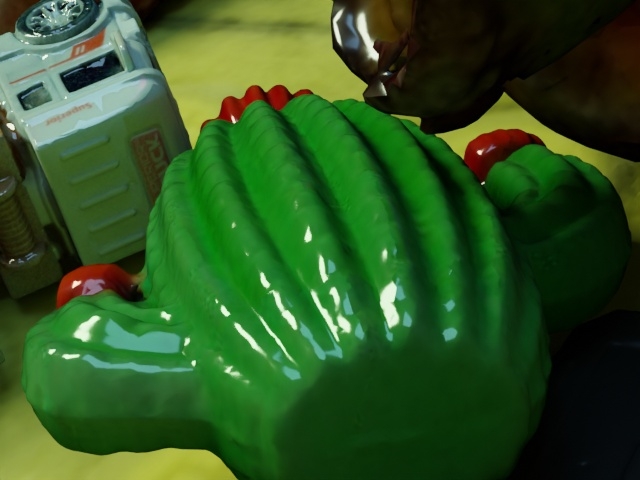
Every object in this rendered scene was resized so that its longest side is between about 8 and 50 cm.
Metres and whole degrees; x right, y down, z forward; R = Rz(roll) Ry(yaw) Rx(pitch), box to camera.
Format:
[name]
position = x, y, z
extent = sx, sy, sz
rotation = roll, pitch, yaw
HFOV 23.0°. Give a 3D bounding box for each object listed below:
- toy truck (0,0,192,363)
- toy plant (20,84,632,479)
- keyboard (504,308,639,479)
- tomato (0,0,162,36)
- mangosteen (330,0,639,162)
[toy truck]
position = -0.124, -0.009, 0.542
extent = 0.177, 0.080, 0.115
rotation = -26, 38, -11
[toy plant]
position = 0.012, 0.002, 0.456
extent = 0.154, 0.088, 0.240
rotation = -1, 21, 16
[keyboard]
position = 0.055, 0.102, 0.343
extent = 0.106, 0.016, 0.262
rotation = 5, 39, 33
[tomato]
position = -0.194, -0.199, 0.779
extent = 0.309, 0.170, 0.309
rotation = -11, 32, 7
[mangosteen]
position = 0.179, -0.206, 0.431
extent = 0.381, 0.381, 0.421
rotation = 4, 50, 30
